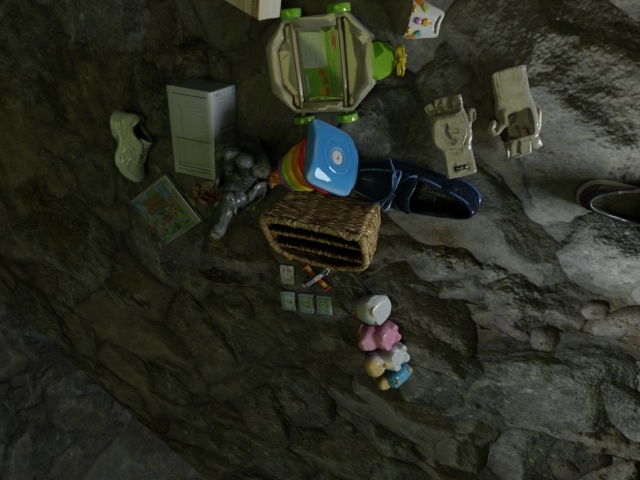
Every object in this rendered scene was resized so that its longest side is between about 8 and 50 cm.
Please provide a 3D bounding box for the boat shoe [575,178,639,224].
[{"bbox_3d":[0.735,-0.075,0.926,0.286,0.092,0.102,11,122,15],"label":"boat shoe"}]

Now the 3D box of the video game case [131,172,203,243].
[{"bbox_3d":[-0.533,-0.104,1.441,0.213,0.023,0.193,-26,107,31],"label":"video game case"}]

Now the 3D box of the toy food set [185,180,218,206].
[{"bbox_3d":[-0.375,-0.153,1.356,0.122,0.019,0.077,-15,113,19],"label":"toy food set"}]

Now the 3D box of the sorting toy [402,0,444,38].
[{"bbox_3d":[0.231,-0.485,0.920,0.075,0.044,0.083,8,123,-6],"label":"sorting toy"}]

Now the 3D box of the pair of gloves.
[{"bbox_3d":[0.384,-0.272,0.976,0.240,0.042,0.204,-19,107,24],"label":"pair of gloves"}]

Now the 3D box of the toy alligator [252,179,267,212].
[{"bbox_3d":[-0.190,-0.180,1.252,0.052,0.056,0.189,-9,102,-14],"label":"toy alligator"}]

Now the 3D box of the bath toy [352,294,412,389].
[{"bbox_3d":[0.184,0.322,1.358,0.129,0.152,0.347,17,132,55],"label":"bath toy"}]

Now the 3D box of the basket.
[{"bbox_3d":[0.000,0.000,1.176,0.300,0.223,0.213,12,122,13],"label":"basket"}]

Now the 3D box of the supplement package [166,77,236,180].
[{"bbox_3d":[-0.326,-0.314,1.171,0.139,0.133,0.243,14,122,13],"label":"supplement package"}]

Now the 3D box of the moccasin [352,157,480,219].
[{"bbox_3d":[0.235,-0.134,1.070,0.343,0.116,0.137,9,121,16],"label":"moccasin"}]

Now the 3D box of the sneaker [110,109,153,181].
[{"bbox_3d":[-0.583,-0.290,1.315,0.116,0.090,0.231,8,122,13],"label":"sneaker"}]

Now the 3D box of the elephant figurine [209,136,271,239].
[{"bbox_3d":[-0.232,-0.148,1.155,0.169,0.186,0.239,45,130,39],"label":"elephant figurine"}]

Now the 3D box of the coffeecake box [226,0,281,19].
[{"bbox_3d":[-0.170,-0.605,0.929,0.186,0.068,0.142,40,141,21],"label":"coffeecake box"}]

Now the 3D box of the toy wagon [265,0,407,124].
[{"bbox_3d":[0.038,-0.424,1.009,0.345,0.068,0.266,3,120,19],"label":"toy wagon"}]

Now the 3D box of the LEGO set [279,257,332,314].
[{"bbox_3d":[-0.056,0.154,1.389,0.183,0.060,0.244,6,120,14],"label":"LEGO set"}]

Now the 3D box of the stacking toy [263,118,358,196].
[{"bbox_3d":[-0.058,-0.193,1.140,0.302,0.166,0.174,-8,73,46],"label":"stacking toy"}]
